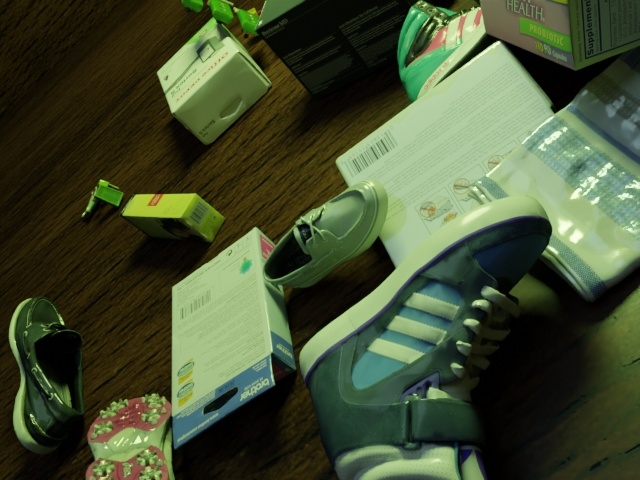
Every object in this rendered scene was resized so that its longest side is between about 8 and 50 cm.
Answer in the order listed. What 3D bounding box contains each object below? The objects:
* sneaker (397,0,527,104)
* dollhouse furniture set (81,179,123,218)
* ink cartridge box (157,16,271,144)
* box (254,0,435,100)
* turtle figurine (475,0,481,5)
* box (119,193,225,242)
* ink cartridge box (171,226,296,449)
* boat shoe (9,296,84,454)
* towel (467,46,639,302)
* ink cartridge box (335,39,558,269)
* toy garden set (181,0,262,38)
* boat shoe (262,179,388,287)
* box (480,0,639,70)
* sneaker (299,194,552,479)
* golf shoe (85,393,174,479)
[{"bbox_3d":[0.228,-0.319,0.982,0.295,0.124,0.178,-42,46,10],"label":"sneaker"},{"bbox_3d":[-0.527,-0.095,1.610,0.151,0.058,0.076,-23,47,58],"label":"dollhouse furniture set"},{"bbox_3d":[-0.247,-0.366,1.498,0.198,0.115,0.273,-42,37,8],"label":"ink cartridge box"},{"bbox_3d":[0.046,-0.388,1.166,0.261,0.184,0.103,-19,46,33],"label":"box"},{"bbox_3d":[0.310,-0.508,1.002,0.266,0.198,0.275,-46,33,8],"label":"turtle figurine"},{"bbox_3d":[-0.289,-0.045,1.273,0.232,0.087,0.058,4,60,48],"label":"box"},{"bbox_3d":[-0.134,0.140,0.969,0.186,0.065,0.311,-35,36,17],"label":"ink cartridge box"},{"bbox_3d":[-0.482,0.211,1.200,0.113,0.127,0.340,-38,39,12],"label":"boat shoe"},{"bbox_3d":[0.322,-0.089,0.711,0.285,0.034,0.209,-42,49,7],"label":"towel"},{"bbox_3d":[0.185,-0.088,0.861,0.275,0.060,0.239,-35,63,16],"label":"ink cartridge box"},{"bbox_3d":[-0.204,-0.507,1.504,0.049,0.244,0.204,-63,25,25],"label":"toy garden set"},{"bbox_3d":[-0.001,-0.001,0.892,0.227,0.081,0.079,-44,60,39],"label":"boat shoe"},{"bbox_3d":[0.340,-0.315,0.771,0.243,0.117,0.213,-20,31,-5],"label":"box"},{"bbox_3d":[0.140,0.134,0.647,0.323,0.130,0.236,-38,52,13],"label":"sneaker"},{"bbox_3d":[-0.248,0.312,0.883,0.115,0.140,0.306,-8,13,-8],"label":"golf shoe"}]
